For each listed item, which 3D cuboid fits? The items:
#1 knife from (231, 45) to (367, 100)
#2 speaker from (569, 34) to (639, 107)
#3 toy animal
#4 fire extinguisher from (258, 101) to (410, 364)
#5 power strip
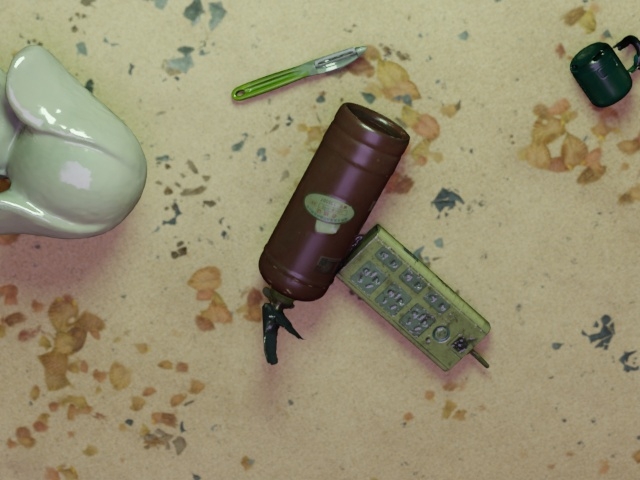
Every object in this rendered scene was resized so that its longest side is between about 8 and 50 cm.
[{"bbox_3d":[-0.027,-0.213,1.951,0.184,0.026,0.022,-18,72,7],"label":"knife"},{"bbox_3d":[0.371,-0.220,1.947,0.094,0.060,0.075,-35,111,10],"label":"speaker"},{"bbox_3d":[-0.360,-0.124,1.888,0.289,0.174,0.249,-1,113,-1],"label":"toy animal"},{"bbox_3d":[0.000,0.000,1.977,0.102,0.138,0.344,16,111,-35],"label":"fire extinguisher"},{"bbox_3d":[0.136,0.089,2.074,0.268,0.034,0.092,42,104,-17],"label":"power strip"}]
